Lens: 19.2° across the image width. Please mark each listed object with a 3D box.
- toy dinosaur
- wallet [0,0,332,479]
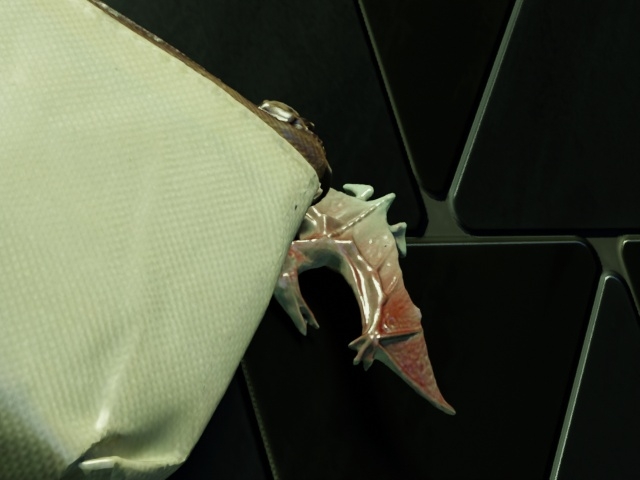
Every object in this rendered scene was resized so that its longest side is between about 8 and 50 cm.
[{"bbox_3d":[0.001,-0.001,0.951,0.220,0.032,0.108,51,43,4],"label":"toy dinosaur"},{"bbox_3d":[-0.148,-0.033,0.770,0.335,0.068,0.275,36,46,-20],"label":"wallet"}]
